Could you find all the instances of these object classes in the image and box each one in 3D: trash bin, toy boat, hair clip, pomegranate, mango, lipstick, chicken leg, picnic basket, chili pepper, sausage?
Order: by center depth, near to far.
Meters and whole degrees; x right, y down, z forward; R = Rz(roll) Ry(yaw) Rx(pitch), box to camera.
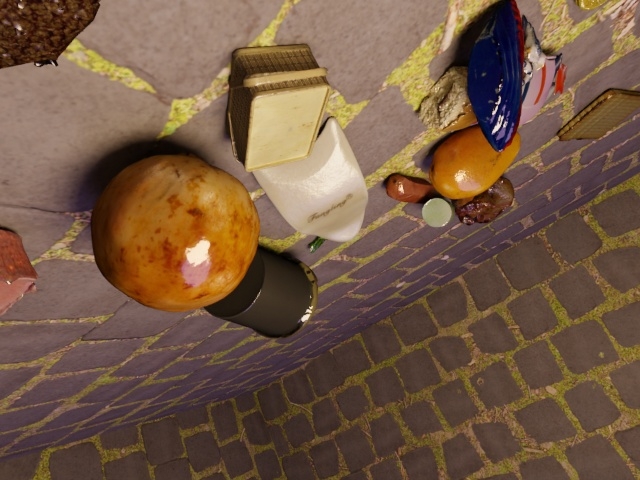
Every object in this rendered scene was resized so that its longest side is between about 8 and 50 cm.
[{"bbox_3d":[-0.063,-0.178,0.592,0.115,0.080,0.164,-17,157,-24],"label":"picnic basket"},{"bbox_3d":[-0.204,-0.016,0.618,0.248,0.248,0.248,-22,158,-9],"label":"pomegranate"},{"bbox_3d":[0.339,-0.255,0.735,0.318,0.072,0.219,6,98,-47],"label":"toy boat"},{"bbox_3d":[0.006,-0.086,0.834,0.172,0.113,0.282,-28,158,6],"label":"hair clip"},{"bbox_3d":[0.344,-0.182,0.944,0.217,0.141,0.102,-27,164,-2],"label":"mango"},{"bbox_3d":[0.211,-0.123,1.039,0.169,0.065,0.065,0,147,-48],"label":"sausage"},{"bbox_3d":[-0.125,0.127,1.049,0.214,0.214,0.334,-30,154,11],"label":"trash bin"},{"bbox_3d":[0.000,-0.001,1.144,0.030,0.034,0.091,26,134,-22],"label":"chili pepper"},{"bbox_3d":[0.320,-0.076,1.153,0.076,0.076,0.304,-33,172,18],"label":"lipstick"},{"bbox_3d":[0.502,-0.130,1.335,0.177,0.083,0.322,-4,157,-12],"label":"chicken leg"}]

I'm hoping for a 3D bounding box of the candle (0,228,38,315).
[{"bbox_3d":[-0.544,0.059,0.557,0.287,0.131,0.317,-22,169,-27],"label":"candle"}]

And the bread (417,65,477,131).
[{"bbox_3d":[0.251,-0.248,0.771,0.106,0.082,0.125,-6,150,-25],"label":"bread"}]

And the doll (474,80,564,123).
[{"bbox_3d":[0.371,-0.273,0.863,0.227,0.075,0.102,-18,-179,8],"label":"doll"}]

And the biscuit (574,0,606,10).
[{"bbox_3d":[0.454,-0.414,0.694,0.084,0.023,0.084,-21,156,-10],"label":"biscuit"}]

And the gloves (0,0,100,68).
[{"bbox_3d":[-0.226,-0.214,0.259,0.210,0.135,0.312,-16,160,-38],"label":"gloves"}]

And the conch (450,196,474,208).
[{"bbox_3d":[0.352,-0.165,1.094,0.086,0.080,0.233,-38,134,-2],"label":"conch"}]

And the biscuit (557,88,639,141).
[{"bbox_3d":[0.789,-0.348,1.206,0.254,0.029,0.172,-11,155,-34],"label":"biscuit"}]
